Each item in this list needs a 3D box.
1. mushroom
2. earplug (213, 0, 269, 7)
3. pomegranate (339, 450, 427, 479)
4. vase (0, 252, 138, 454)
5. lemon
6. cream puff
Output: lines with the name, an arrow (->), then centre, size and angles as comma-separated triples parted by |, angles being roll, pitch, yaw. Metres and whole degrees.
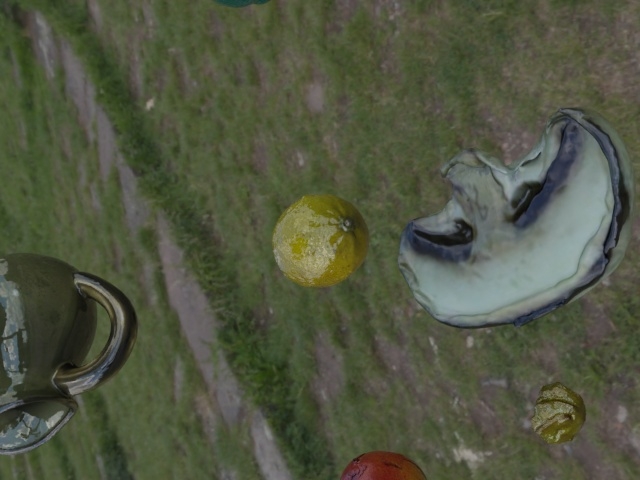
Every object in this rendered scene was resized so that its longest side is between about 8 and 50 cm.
mushroom -> 0.248, -0.021, 0.835 | 0.344, 0.130, 0.247 | -52, 54, 39
earplug -> -0.163, -0.482, 1.006 | 0.164, 0.257, 0.280 | -30, 116, 36
pomegranate -> 0.149, 0.568, 1.464 | 0.210, 0.235, 0.210 | -158, 90, -81
vase -> -0.460, 0.176, 1.118 | 0.241, 0.329, 0.302 | 57, -159, -62
lemon -> 0.000, 0.000, 1.374 | 0.231, 0.192, 0.192 | -34, 72, 49
cream puff -> 0.289, 0.210, 0.803 | 0.058, 0.083, 0.083 | 7, 124, 28
